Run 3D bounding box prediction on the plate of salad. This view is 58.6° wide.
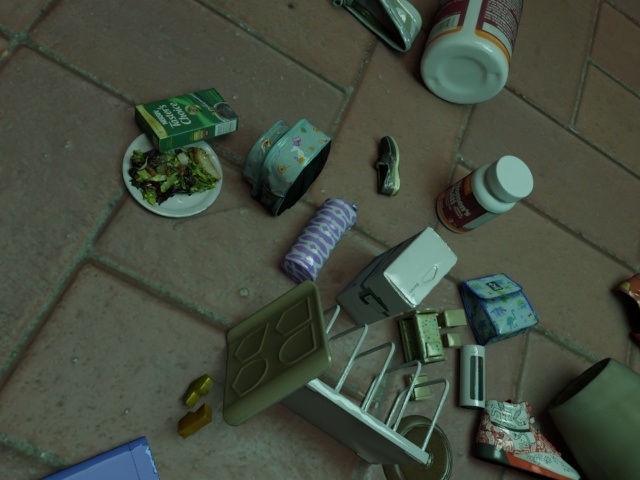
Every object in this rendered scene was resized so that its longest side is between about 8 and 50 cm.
[{"bbox_3d":[-0.294,-0.143,1.150,0.200,0.048,0.200,8,69,-22],"label":"plate of salad"}]

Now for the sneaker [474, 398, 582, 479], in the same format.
[{"bbox_3d":[0.469,0.439,1.253,0.270,0.090,0.145,22,67,-13],"label":"sneaker"}]

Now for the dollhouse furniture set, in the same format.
[{"bbox_3d":[0.268,0.240,1.228,0.161,0.101,0.182,-1,72,-24],"label":"dollhouse furniture set"}]

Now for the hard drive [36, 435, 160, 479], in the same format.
[{"bbox_3d":[-0.398,0.471,0.886,0.319,0.040,0.210,-17,79,-28],"label":"hard drive"}]

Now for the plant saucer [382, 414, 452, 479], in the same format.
[{"bbox_3d":[0.206,0.445,1.170,0.168,0.029,0.168,8,68,-20],"label":"plant saucer"}]

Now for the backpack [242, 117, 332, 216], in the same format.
[{"bbox_3d":[-0.066,-0.164,1.177,0.144,0.188,0.166,44,61,-4],"label":"backpack"}]

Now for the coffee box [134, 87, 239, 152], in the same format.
[{"bbox_3d":[-0.274,-0.252,1.178,0.184,0.040,0.113,-23,60,-30],"label":"coffee box"}]

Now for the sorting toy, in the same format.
[{"bbox_3d":[-0.116,0.219,1.007,0.041,0.307,0.229,50,12,-29],"label":"sorting toy"}]

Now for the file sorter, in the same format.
[{"bbox_3d":[0.069,0.274,1.079,0.278,0.193,0.173,36,59,-9],"label":"file sorter"}]

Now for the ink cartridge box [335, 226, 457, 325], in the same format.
[{"bbox_3d":[0.151,0.079,1.167,0.092,0.219,0.160,49,60,-2],"label":"ink cartridge box"}]

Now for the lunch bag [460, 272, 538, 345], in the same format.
[{"bbox_3d":[0.413,0.152,1.335,0.129,0.096,0.151,-10,62,-24],"label":"lunch bag"}]

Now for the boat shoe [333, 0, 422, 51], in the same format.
[{"bbox_3d":[0.121,-0.615,1.468,0.320,0.118,0.103,37,57,-16],"label":"boat shoe"}]

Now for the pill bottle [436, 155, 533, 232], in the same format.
[{"bbox_3d":[0.381,-0.106,1.335,0.121,0.221,0.121,8,68,-21],"label":"pill bottle"}]

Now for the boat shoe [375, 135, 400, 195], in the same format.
[{"bbox_3d":[0.157,-0.181,1.358,0.049,0.056,0.152,4,70,-28],"label":"boat shoe"}]

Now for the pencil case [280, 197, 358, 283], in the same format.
[{"bbox_3d":[0.000,0.000,1.212,0.206,0.086,0.088,-53,124,-28],"label":"pencil case"}]

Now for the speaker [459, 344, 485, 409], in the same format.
[{"bbox_3d":[0.337,0.302,1.265,0.055,0.055,0.136,15,66,-18],"label":"speaker"}]

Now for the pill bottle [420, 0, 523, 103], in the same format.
[{"bbox_3d":[0.414,-0.580,1.521,0.224,0.224,0.392,26,64,-13],"label":"pill bottle"}]

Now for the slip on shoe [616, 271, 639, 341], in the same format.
[{"bbox_3d":[0.881,0.249,1.505,0.101,0.123,0.331,-20,85,4],"label":"slip on shoe"}]

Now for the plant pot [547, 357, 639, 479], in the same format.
[{"bbox_3d":[0.671,0.425,1.249,0.323,0.323,0.280,-32,71,-30],"label":"plant pot"}]
